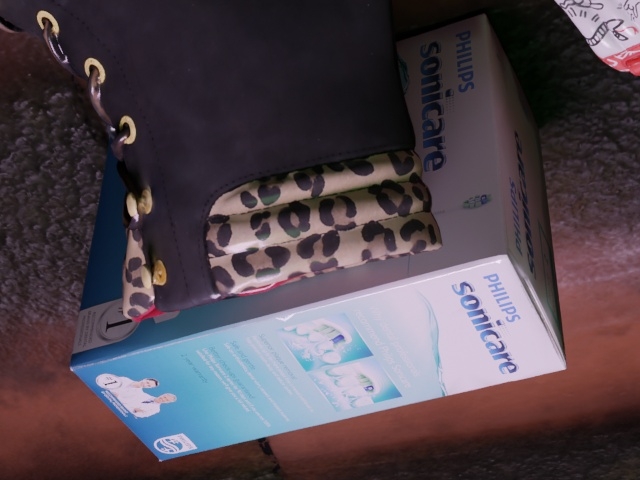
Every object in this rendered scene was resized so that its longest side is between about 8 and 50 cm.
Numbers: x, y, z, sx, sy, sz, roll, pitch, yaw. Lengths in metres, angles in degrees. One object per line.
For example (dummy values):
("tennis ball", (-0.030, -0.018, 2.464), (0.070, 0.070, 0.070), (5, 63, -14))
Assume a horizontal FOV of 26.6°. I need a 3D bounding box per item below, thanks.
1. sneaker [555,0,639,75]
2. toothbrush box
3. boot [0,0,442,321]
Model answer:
("sneaker", (0.253, -0.141, 0.786), (0.270, 0.090, 0.145), (34, 138, 8))
("toothbrush box", (0.000, 0.000, 0.910), (0.295, 0.216, 0.126), (-17, 136, 19))
("boot", (-0.120, -0.096, 0.771), (0.377, 0.284, 0.138), (-13, 179, 9))
